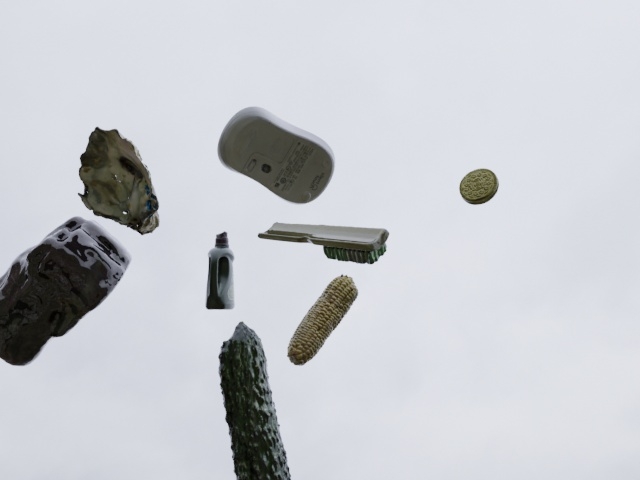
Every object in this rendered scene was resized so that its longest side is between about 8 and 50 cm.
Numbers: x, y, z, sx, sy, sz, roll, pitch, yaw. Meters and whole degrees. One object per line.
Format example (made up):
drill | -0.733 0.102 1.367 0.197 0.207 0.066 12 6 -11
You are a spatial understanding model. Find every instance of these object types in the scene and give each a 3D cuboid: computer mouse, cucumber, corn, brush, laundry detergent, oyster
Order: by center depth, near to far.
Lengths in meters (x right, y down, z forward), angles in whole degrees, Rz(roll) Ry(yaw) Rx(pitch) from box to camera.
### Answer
cucumber | -0.111 0.313 0.996 0.096 0.359 0.096 -14 -14 -3
brush | 0.000 0.000 1.025 0.282 0.054 0.048 7 -56 45
oyster | -0.447 -0.138 1.362 0.214 0.083 0.222 29 -60 3
computer mouse | -0.111 -0.204 1.453 0.297 0.121 0.184 20 -77 -31
corn | 0.006 0.218 1.637 0.101 0.291 0.101 25 -33 17
laundry detergent | -0.278 0.082 1.679 0.078 0.144 0.221 0 -96 7

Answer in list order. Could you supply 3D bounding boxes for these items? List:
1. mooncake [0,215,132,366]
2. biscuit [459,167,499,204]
mooncake | -0.661 0.107 1.497 0.381 0.350 0.212 -41 -77 1
biscuit | 0.330 -0.113 1.259 0.084 0.084 0.023 -17 -37 25
